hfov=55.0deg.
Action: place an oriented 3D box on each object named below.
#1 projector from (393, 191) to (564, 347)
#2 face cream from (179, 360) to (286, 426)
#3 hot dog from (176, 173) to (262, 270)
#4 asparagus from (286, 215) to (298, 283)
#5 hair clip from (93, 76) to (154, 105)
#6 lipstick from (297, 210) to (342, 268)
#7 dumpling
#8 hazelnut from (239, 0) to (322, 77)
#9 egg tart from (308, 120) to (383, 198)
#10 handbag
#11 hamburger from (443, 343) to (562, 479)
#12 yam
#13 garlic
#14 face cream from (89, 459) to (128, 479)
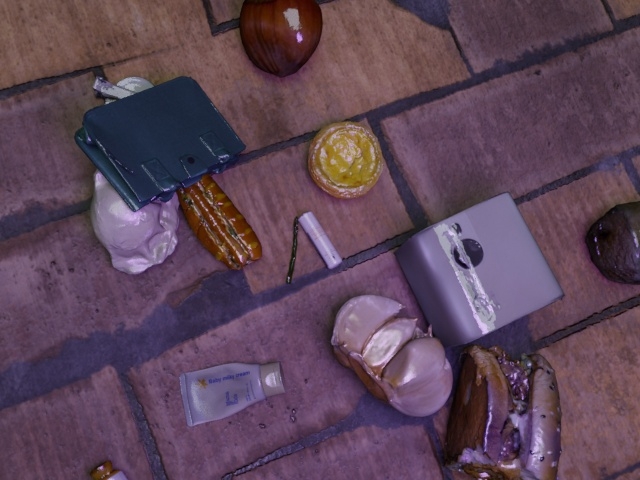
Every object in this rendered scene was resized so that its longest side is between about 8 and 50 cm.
[{"bbox_3d":[0.333,0.069,1.331,0.248,0.248,0.249,-23,80,-11],"label":"projector"},{"bbox_3d":[-0.189,0.320,1.321,0.224,0.070,0.114,-13,78,0],"label":"face cream"},{"bbox_3d":[-0.240,-0.047,1.395,0.115,0.072,0.269,-40,83,-5],"label":"hot dog"},{"bbox_3d":[-0.062,0.020,1.422,0.016,0.016,0.163,3,77,14],"label":"asparagus"},{"bbox_3d":[-0.449,-0.337,1.453,0.172,0.049,0.116,17,80,-4],"label":"hair clip"},{"bbox_3d":[0.000,0.000,1.422,0.040,0.040,0.141,-31,83,-12],"label":"lipstick"},{"bbox_3d":[-0.401,-0.058,1.340,0.193,0.147,0.258,-19,103,-20],"label":"dumpling"},{"bbox_3d":[-0.087,-0.506,1.473,0.210,0.210,0.186,28,52,1],"label":"hazelnut"},{"bbox_3d":[0.057,-0.185,1.454,0.191,0.074,0.191,1,78,-6],"label":"egg tart"},{"bbox_3d":[-0.339,-0.218,1.339,0.238,0.089,0.326,49,45,3],"label":"handbag"},{"bbox_3d":[0.361,0.355,1.238,0.195,0.318,0.277,12,69,6],"label":"hamburger"},{"bbox_3d":[0.793,-0.002,1.430,0.300,0.195,0.195,-7,78,-8],"label":"yam"},{"bbox_3d":[0.161,0.247,1.316,0.281,0.185,0.203,38,66,25],"label":"garlic"},{"bbox_3d":[-0.406,0.537,1.246,0.072,0.051,0.182,-31,83,-13],"label":"face cream"}]
